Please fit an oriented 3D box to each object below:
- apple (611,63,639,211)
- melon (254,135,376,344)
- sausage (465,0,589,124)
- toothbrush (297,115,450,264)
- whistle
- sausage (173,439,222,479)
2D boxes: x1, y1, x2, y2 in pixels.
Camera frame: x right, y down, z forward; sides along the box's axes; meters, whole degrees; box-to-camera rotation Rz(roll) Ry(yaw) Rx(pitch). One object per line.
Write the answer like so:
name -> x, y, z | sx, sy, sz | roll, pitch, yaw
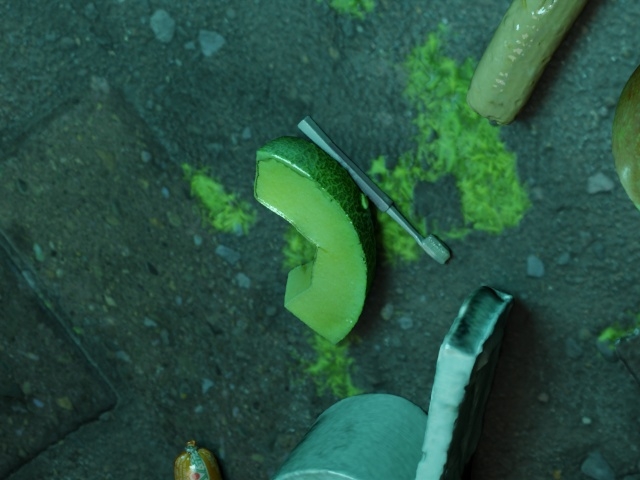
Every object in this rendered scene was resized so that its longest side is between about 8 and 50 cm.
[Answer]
apple -> 0.350, -0.090, 1.631 | 0.207, 0.188, 0.174 | 35, 126, 8
melon -> 0.000, 0.000, 1.885 | 0.118, 0.064, 0.210 | 12, 125, 18
sausage -> 0.215, -0.226, 1.701 | 0.065, 0.066, 0.301 | 35, 119, 5
toothbrush -> 0.052, -0.048, 1.876 | 0.194, 0.014, 0.017 | 43, 123, 0
whistle -> 0.085, 0.229, 1.897 | 0.188, 0.168, 0.405 | 45, 122, -1
sausage -> -0.109, 0.372, 2.111 | 0.053, 0.053, 0.348 | 0, 113, 23
